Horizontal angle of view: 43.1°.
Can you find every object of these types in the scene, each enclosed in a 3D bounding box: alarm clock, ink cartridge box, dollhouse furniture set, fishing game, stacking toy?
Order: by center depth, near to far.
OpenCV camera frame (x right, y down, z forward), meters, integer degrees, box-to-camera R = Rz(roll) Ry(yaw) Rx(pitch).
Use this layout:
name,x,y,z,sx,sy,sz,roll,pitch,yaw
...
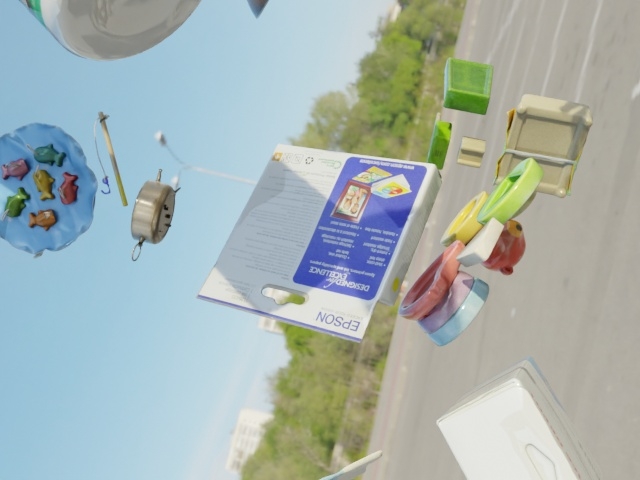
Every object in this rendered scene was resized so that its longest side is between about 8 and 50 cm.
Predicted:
name,x,y,z,sx,sy,sz,roll,pitch,yaw
fishing game,-0.401,-0.070,1.132,0.041,0.264,0.189,-11,-89,-77
ink cartridge box,0.295,0.303,1.153,0.223,0.129,0.307,61,-166,11
ink cartridge box,0.000,0.000,1.266,0.307,0.304,0.072,-66,-33,-19
stacking toy,0.281,0.028,1.317,0.309,0.130,0.279,-53,3,-33
alarm clock,-0.346,-0.040,1.662,0.129,0.064,0.192,98,-169,-63
dollhouse furniture set,0.386,-0.231,1.671,0.151,0.302,0.197,-73,-6,-53

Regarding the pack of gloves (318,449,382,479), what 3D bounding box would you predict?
name,x,y,z,sx,sy,sz,roll,pitch,yaw
pack of gloves,-0.004,0.474,1.432,0.232,0.046,0.195,-14,-34,-38

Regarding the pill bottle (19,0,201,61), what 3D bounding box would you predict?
name,x,y,z,sx,sy,sz,roll,pitch,yaw
pill bottle,-0.283,-0.369,0.818,0.204,0.361,0.204,-40,-15,-13

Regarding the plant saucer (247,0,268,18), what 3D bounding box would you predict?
name,x,y,z,sx,sy,sz,roll,pitch,yaw
plant saucer,-0.030,-0.453,1.111,0.310,0.050,0.310,-56,14,23
